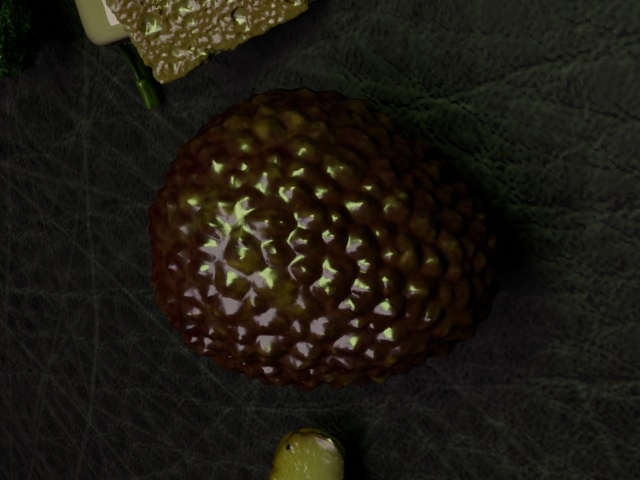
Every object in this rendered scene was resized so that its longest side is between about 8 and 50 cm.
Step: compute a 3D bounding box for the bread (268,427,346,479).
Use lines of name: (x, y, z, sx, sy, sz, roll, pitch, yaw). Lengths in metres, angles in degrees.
bread: (0.023, 0.267, 0.916, 0.149, 0.065, 0.187, 7, 112, 31)

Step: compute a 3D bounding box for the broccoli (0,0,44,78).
broccoli: (-0.445, -0.266, 0.925, 0.297, 0.297, 0.297, 41, 163, 16)

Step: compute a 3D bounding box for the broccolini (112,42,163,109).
broccolini: (-0.198, -0.230, 0.883, 0.068, 0.091, 0.202, -27, 112, 18)

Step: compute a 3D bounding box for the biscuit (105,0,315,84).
biscuit: (-0.064, -0.227, 0.704, 0.237, 0.026, 0.131, -24, 116, 19)

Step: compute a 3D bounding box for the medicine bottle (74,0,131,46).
medicine bottle: (-0.186, -0.304, 0.782, 0.114, 0.114, 0.252, -4, 107, 45)

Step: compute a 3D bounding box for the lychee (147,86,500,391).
lychee: (0.000, 0.000, 0.674, 0.271, 0.236, 0.235, 17, 123, 19)
